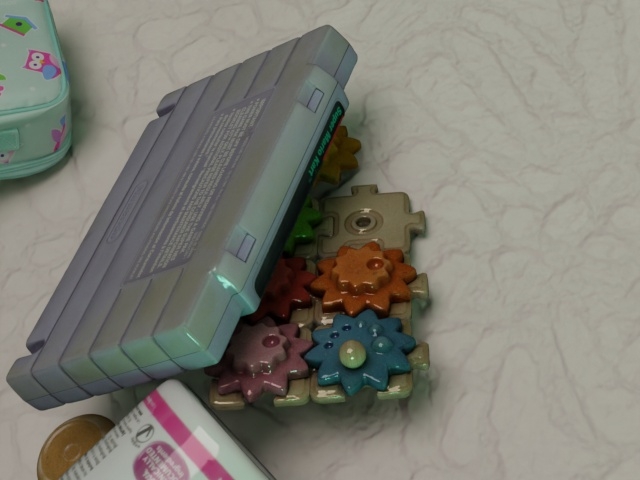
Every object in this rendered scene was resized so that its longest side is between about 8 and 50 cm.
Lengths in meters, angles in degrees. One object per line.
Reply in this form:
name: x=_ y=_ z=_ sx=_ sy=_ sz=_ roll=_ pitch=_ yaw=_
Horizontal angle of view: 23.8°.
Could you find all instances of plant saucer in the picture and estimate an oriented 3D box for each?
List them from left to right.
plant saucer: x=-0.210 y=0.184 z=1.302 sx=0.083 sy=0.015 sz=0.083 roll=-12 pitch=55 yaw=18

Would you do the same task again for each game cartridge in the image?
game cartridge: x=-0.106 y=-0.022 z=1.280 sx=0.230 sy=0.068 sz=0.355 roll=-13 pitch=39 yaw=37

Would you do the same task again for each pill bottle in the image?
pill bottle: x=-0.160 y=0.254 z=1.139 sx=0.283 sy=0.160 sz=0.160 roll=-43 pitch=51 yaw=-6

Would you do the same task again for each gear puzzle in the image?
gear puzzle: x=0.000 y=0.000 z=1.266 sx=0.175 sy=0.044 sz=0.339 roll=-4 pitch=42 yaw=6

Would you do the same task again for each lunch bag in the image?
lunch bag: x=-0.390 y=-0.148 z=1.489 sx=0.279 sy=0.108 sz=0.224 roll=-10 pitch=53 yaw=-15
